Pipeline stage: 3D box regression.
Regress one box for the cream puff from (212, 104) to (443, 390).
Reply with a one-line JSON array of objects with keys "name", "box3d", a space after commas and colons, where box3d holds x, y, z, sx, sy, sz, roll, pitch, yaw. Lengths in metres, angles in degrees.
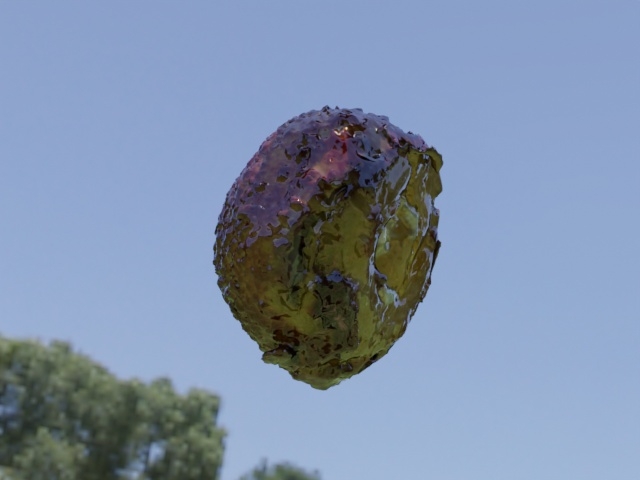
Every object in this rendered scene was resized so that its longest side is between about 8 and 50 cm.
[{"name": "cream puff", "box3d": [-0.002, -0.001, 1.700, 0.229, 0.350, 0.350, 13, -18, 25]}]
